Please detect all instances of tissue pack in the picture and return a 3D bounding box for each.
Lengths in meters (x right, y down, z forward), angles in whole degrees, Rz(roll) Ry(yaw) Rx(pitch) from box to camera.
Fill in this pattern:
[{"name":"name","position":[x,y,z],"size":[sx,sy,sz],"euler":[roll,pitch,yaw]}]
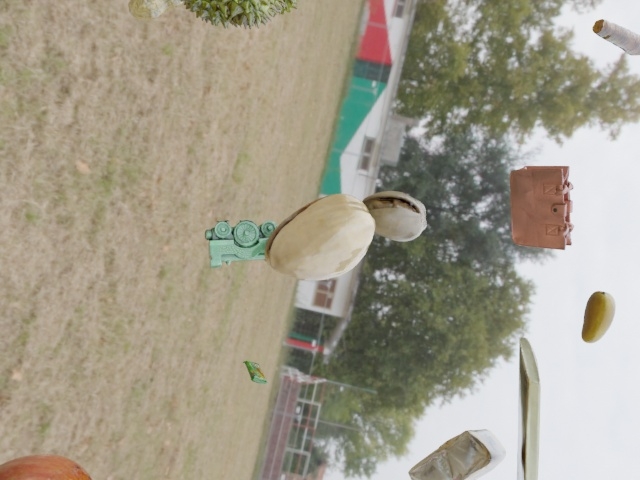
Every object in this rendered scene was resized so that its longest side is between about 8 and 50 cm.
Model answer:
[{"name":"tissue pack","position":[0.321,0.513,1.167],"size":[0.186,0.090,0.222],"euler":[-41,146,13]}]

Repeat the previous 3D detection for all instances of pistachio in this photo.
[{"name":"pistachio","position":[0.000,0.000,1.005],"size":[0.157,0.229,0.158],"euler":[157,-90,-81]},{"name":"pistachio","position":[0.155,-0.052,1.076],"size":[0.113,0.149,0.113],"euler":[13,90,-85]}]

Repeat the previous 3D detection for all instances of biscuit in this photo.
[{"name":"biscuit","position":[-0.163,0.328,1.260],"size":[0.016,0.046,0.089],"euler":[-61,-150,11]}]

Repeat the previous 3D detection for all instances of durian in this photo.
[{"name":"durian","position":[-0.149,-0.453,0.820],"size":[0.177,0.236,0.200],"euler":[-62,173,-49]}]

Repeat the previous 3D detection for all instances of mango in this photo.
[{"name":"mango","position":[0.814,0.228,1.484],"size":[0.103,0.076,0.161],"euler":[14,95,-77]}]

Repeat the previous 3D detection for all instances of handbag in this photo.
[{"name":"handbag","position":[0.580,-0.087,1.324],"size":[0.157,0.059,0.213],"euler":[11,-65,52]}]

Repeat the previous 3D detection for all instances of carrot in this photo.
[{"name":"carrot","position":[0.621,-0.421,1.044],"size":[0.042,0.170,0.042],"euler":[-16,-109,58]}]

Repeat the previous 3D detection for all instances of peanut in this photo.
[{"name":"peanut","position":[-0.454,-0.669,1.411],"size":[0.080,0.174,0.080],"euler":[-22,90,-86]}]

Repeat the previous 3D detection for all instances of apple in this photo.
[{"name":"apple","position":[-0.414,0.420,0.731],"size":[0.209,0.164,0.210],"euler":[173,-90,-80]}]

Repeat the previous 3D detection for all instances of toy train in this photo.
[{"name":"toy train","position":[-0.169,0.006,1.133],"size":[0.071,0.178,0.105],"euler":[151,-64,-71]}]

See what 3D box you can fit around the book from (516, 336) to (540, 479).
[{"name":"book","position":[0.423,0.423,1.036],"size":[0.269,0.032,0.390],"euler":[-19,108,-71]}]
